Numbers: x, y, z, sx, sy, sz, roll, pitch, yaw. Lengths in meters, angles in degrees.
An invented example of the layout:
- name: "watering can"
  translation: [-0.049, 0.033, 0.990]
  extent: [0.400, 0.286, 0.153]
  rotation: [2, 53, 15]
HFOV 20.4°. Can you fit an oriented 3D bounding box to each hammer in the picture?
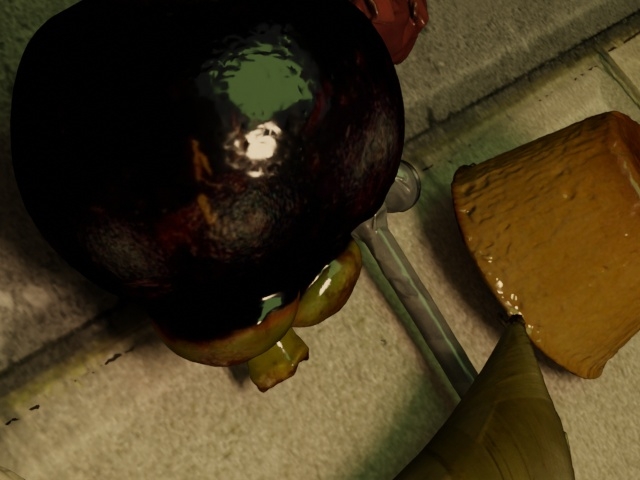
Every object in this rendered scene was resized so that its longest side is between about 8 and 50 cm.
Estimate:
- name: "hammer"
  translation: [0.126, 0.119, 1.369]
  extent: [0.427, 0.044, 0.152]
  rotation: [57, 32, 9]

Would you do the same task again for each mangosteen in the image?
- name: "mangosteen"
  translation: [-0.064, -0.040, 1.186]
  extent: [0.275, 0.275, 0.302]
  rotation: [-39, 121, -54]

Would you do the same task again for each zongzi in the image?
- name: "zongzi"
  translation: [0.088, 0.154, 1.220]
  extent: [0.228, 0.115, 0.256]
  rotation: [10, 64, -38]

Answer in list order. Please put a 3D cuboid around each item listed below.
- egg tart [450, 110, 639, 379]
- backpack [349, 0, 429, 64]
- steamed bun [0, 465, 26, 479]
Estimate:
- name: "egg tart"
  translation: [0.218, -0.002, 1.476]
  extent: [0.215, 0.171, 0.215]
  rotation: [44, 25, -27]
- name: "backpack"
  translation: [-0.013, -0.231, 1.475]
  extent: [0.229, 0.139, 0.229]
  rotation: [27, 44, -30]
- name: "steamed bun"
  translation: [-0.207, 0.195, 0.915]
  extent: [0.183, 0.106, 0.183]
  rotation: [26, 45, -29]
